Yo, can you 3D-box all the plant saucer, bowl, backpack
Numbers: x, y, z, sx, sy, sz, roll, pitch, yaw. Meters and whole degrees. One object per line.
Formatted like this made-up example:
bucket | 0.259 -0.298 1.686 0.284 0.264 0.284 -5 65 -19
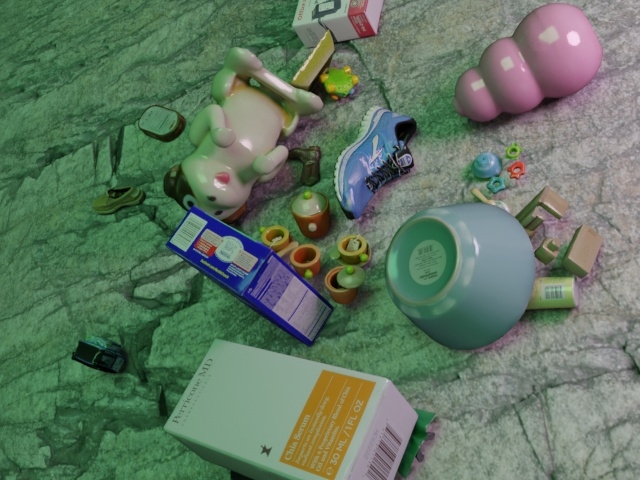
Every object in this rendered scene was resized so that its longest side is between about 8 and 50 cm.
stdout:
plant saucer | -0.021 -0.467 1.861 0.045 0.188 0.188 34 81 -2
bowl | 0.248 0.054 1.339 0.312 0.163 0.311 -18 64 43
backpack | -0.569 0.298 1.747 0.105 0.114 0.084 11 69 30

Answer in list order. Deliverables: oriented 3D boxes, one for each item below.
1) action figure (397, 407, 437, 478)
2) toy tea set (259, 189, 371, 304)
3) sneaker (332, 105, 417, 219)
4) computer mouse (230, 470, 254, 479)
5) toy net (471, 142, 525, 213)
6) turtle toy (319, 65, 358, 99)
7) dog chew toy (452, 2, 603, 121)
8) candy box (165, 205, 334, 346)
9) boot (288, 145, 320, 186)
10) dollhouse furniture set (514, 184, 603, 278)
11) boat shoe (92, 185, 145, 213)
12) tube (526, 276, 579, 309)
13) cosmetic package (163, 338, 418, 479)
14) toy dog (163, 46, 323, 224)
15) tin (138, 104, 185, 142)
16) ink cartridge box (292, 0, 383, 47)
action figure | 0.119 0.364 1.363 0.232 0.063 0.137 23 78 39
toy tea set | 0.000 0.000 1.561 0.200 0.124 0.336 -37 50 -23
sneaker | 0.139 -0.191 1.611 0.147 0.129 0.330 11 62 30
computer mouse | -0.070 0.430 1.437 0.184 0.060 0.262 4 54 35
toy net | 0.396 -0.105 1.486 0.122 0.045 0.232 -6 63 24
turtle toy | 0.046 -0.436 1.847 0.095 0.066 0.130 -21 49 -11
dog chew toy | 0.455 -0.385 1.518 0.332 0.207 0.206 -28 53 22
candy box | -0.150 0.084 1.507 0.268 0.317 0.122 28 78 36
boot | -0.050 -0.194 1.788 0.106 0.037 0.114 -10 64 27
dollhouse furniture set | 0.465 0.007 1.365 0.151 0.123 0.144 38 51 3
boat shoe | -0.633 -0.135 2.051 0.190 0.072 0.068 -15 58 21
tube | 0.397 0.108 1.361 0.240 0.070 0.062 -5 101 30
cosmetic package | -0.066 0.361 1.327 0.453 0.161 0.230 4 55 37
toy dog | -0.251 -0.248 1.776 0.395 0.285 0.407 4 65 55
tin | -0.512 -0.376 2.144 0.190 0.040 0.106 22 80 36
ink cartridge box | 0.052 -0.678 1.958 0.237 0.100 0.172 -2 62 28
